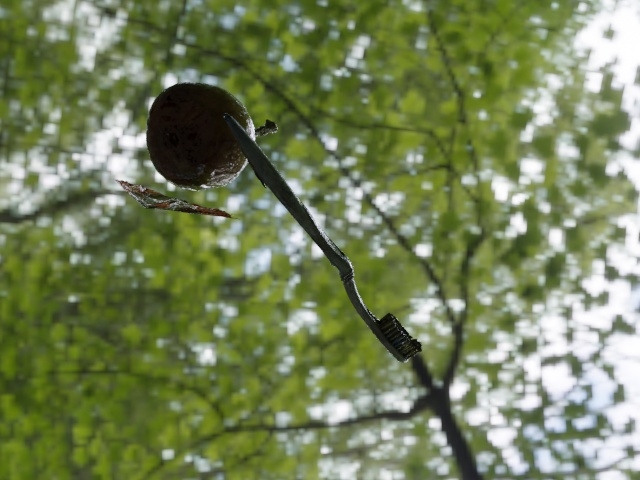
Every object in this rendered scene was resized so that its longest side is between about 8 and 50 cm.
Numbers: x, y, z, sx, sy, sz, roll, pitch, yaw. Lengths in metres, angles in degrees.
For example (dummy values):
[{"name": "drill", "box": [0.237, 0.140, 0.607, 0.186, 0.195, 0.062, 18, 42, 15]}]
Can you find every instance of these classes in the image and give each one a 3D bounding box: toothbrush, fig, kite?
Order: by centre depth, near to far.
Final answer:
[{"name": "toothbrush", "box": [0.000, 0.000, 1.803, 0.042, 0.413, 0.035, -35, -162, 9]}, {"name": "fig", "box": [-0.136, -0.158, 2.036, 0.160, 0.231, 0.143, 63, -31, 18]}, {"name": "kite", "box": [-0.249, -0.058, 2.218, 0.125, 0.222, 0.008, -13, -116, 57]}]
